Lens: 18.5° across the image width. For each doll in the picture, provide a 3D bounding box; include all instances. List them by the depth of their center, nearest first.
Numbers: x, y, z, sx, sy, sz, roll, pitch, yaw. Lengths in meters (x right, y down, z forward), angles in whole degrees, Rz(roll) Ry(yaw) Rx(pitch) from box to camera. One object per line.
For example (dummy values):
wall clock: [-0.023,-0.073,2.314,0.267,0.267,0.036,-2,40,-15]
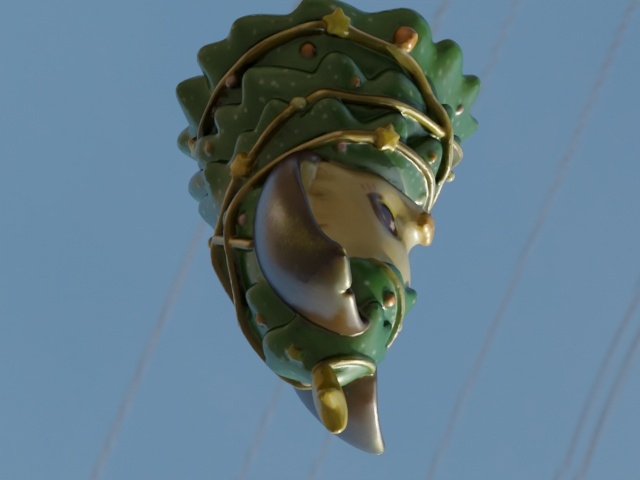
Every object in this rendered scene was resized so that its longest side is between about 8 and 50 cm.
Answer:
doll: [-0.010,-0.003,0.483,0.076,0.078,0.113,7,-129,16]
